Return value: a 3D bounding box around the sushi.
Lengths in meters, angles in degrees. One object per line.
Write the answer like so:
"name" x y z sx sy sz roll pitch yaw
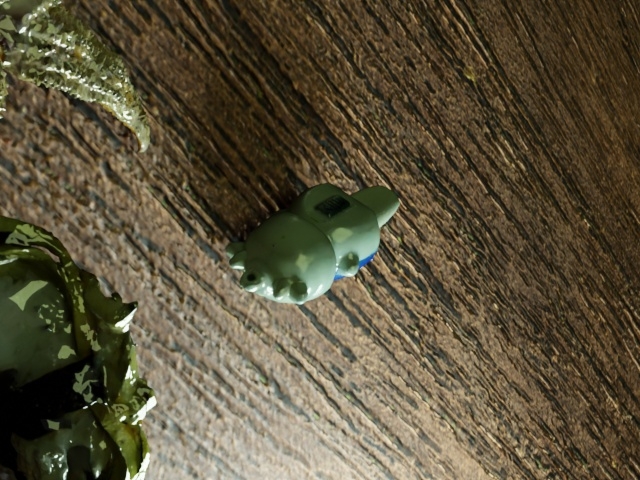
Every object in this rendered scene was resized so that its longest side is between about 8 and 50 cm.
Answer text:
"sushi" -0.201 0.111 0.788 0.131 0.139 0.291 -26 111 -40

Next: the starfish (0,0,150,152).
"starfish" -0.254 -0.122 0.760 0.293 0.084 0.301 -54 146 -44

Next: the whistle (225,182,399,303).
"whistle" 0.000 0.000 1.068 0.244 0.110 0.092 -32 146 -47
